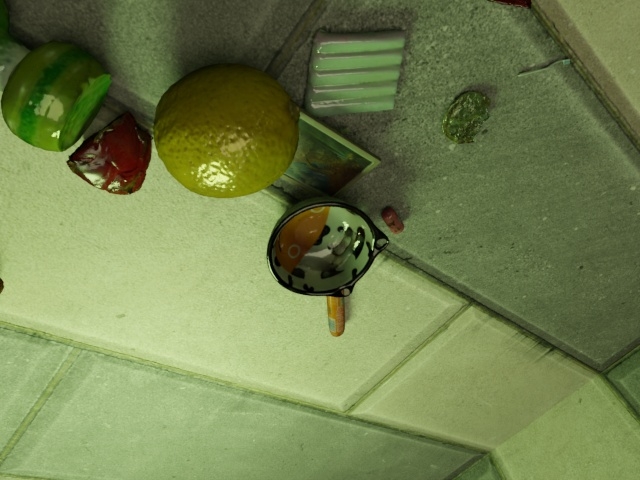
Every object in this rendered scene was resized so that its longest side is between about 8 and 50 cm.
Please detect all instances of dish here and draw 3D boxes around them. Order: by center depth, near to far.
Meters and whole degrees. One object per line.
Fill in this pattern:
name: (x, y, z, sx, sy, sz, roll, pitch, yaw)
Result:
dish: (0.000, 0.000, 1.157, 0.303, 0.120, 0.302, -7, 124, -10)

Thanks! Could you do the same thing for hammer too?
hammer: (0.194, -0.052, 1.233, 0.043, 0.043, 0.083, -34, 128, 10)

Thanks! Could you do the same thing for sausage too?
sausage: (0.043, 0.166, 1.348, 0.053, 0.053, 0.347, -11, 129, -8)

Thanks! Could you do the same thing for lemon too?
lemon: (-0.174, -0.203, 0.874, 0.268, 0.267, 0.267, -8, 129, -11)

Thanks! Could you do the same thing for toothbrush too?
toothbrush: (0.521, -0.403, 1.080, 0.132, 0.011, 0.013, -16, 108, -4)

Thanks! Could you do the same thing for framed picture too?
framed picture: (-0.014, -0.185, 1.047, 0.250, 0.016, 0.184, 26, 134, -31)

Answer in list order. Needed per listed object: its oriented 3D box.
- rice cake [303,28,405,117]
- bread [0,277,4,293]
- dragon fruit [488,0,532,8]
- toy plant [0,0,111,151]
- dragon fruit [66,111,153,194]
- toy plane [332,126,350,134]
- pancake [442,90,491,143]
rice cake: (0.071, -0.347, 0.969, 0.198, 0.037, 0.189, -2, 128, -15)
bread: (-0.787, 0.082, 0.953, 0.123, 0.190, 0.244, -40, 125, -2)
dragon fruit: (0.363, -0.506, 0.920, 0.131, 0.097, 0.063, 12, 121, -1)
toy plant: (-0.539, -0.296, 0.764, 0.316, 0.184, 0.224, 33, 108, -17)
dragon fruit: (-0.396, -0.156, 0.925, 0.121, 0.127, 0.161, -26, 129, 14)
toy plane: (0.016, -0.225, 1.045, 0.111, 0.040, 0.102, 28, 125, -34)
pancake: (0.346, -0.292, 1.105, 0.116, 0.022, 0.129, 14, 122, -23)
